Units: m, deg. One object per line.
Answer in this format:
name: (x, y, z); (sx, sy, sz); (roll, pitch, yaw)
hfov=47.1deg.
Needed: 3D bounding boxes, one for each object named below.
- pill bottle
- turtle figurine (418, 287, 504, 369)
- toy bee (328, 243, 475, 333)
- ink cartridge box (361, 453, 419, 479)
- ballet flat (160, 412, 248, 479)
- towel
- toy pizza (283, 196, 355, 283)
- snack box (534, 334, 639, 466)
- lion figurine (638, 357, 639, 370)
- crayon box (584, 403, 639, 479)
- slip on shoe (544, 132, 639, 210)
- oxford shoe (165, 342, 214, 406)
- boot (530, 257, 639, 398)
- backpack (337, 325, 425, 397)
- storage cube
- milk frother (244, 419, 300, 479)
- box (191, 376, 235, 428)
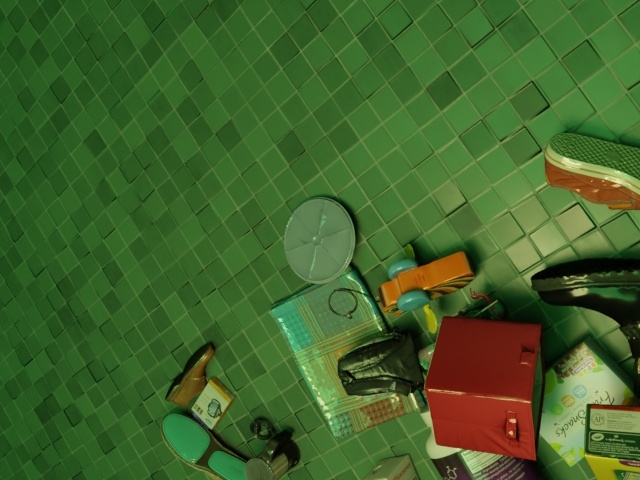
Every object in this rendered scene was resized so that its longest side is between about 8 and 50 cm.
pill bottle: (0.344, 0.474, 1.546); (0.181, 0.181, 0.323); (-35, 82, 29)
turtle figurine: (0.323, 0.200, 1.544); (0.175, 0.118, 0.234); (33, 123, -18)
toy bee: (0.186, 0.103, 1.598); (0.298, 0.162, 0.195); (2, 70, 15)
ink cartridge box: (0.181, 0.611, 1.682); (0.082, 0.139, 0.191); (-22, 89, 31)
ballet flat: (-0.300, 0.582, 1.960); (0.316, 0.107, 0.106); (33, 150, 19)
towel: (0.056, 0.270, 1.743); (0.271, 0.040, 0.370); (-29, 85, 30)
toy pizza: (0.000, 0.000, 1.712); (0.201, 0.032, 0.201); (-2, 86, 35)
snack box: (0.524, 0.324, 1.484); (0.174, 0.070, 0.207); (48, 118, 13)
lion figurine: (0.723, 0.131, 1.238); (0.240, 0.142, 0.392); (33, 78, 11)
crayon box: (0.676, 0.394, 1.286); (0.362, 0.313, 0.106); (-2, 59, 28)
slip on shoe: (0.576, -0.103, 1.364); (0.331, 0.123, 0.101); (21, 141, 18)
oxford shoe: (-0.332, 0.360, 1.963); (0.076, 0.076, 0.212); (31, 114, -13)
boot: (0.581, 0.171, 1.389); (0.347, 0.131, 0.260); (-2, 99, 28)
backpack: (0.129, 0.285, 1.617); (0.182, 0.115, 0.152); (-16, 71, 6)
storage cube: (0.318, 0.277, 1.396); (0.193, 0.215, 0.184); (3, 132, 23)
milk frother: (-0.145, 0.533, 1.845); (0.143, 0.134, 0.129); (5, 101, 27)
box: (-0.290, 0.441, 1.968); (0.081, 0.028, 0.136); (41, 118, 15)
